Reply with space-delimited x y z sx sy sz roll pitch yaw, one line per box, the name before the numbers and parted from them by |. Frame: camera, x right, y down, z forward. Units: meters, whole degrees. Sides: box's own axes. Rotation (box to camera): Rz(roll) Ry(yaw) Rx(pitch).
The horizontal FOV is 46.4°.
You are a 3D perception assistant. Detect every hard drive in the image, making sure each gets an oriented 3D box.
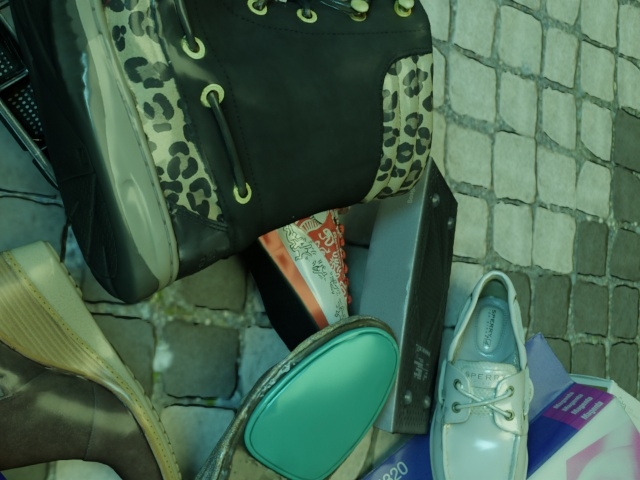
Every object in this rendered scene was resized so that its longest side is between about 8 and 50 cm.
hard drive | 0.088 0.060 0.741 0.172 0.054 0.255 36 61 -66

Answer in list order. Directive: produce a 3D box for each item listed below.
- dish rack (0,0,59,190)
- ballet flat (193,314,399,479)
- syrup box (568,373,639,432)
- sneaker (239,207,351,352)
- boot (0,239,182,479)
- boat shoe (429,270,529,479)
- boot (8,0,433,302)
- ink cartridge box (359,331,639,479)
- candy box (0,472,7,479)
dish rack | -0.163 -0.182 0.607 0.271 0.074 0.208 -44 112 -29
ballet flat | -0.056 0.187 0.630 0.107 0.106 0.316 44 76 -19
syrup box | 0.312 0.290 0.908 0.093 0.096 0.237 34 69 -29
sneaker | 0.000 -0.001 0.704 0.145 0.090 0.270 -37 106 -29
boot | -0.238 0.142 0.549 0.207 0.090 0.248 -33 110 -19
boat shoe | 0.163 0.153 0.761 0.096 0.098 0.277 79 17 -51
boot | -0.064 -0.169 0.545 0.284 0.138 0.377 -16 99 -33
ink cartridge box | 0.229 0.317 0.778 0.324 0.071 0.330 -34 91 -21
candy box | -0.174 0.288 0.419 0.122 0.268 0.317 -33 116 -14
